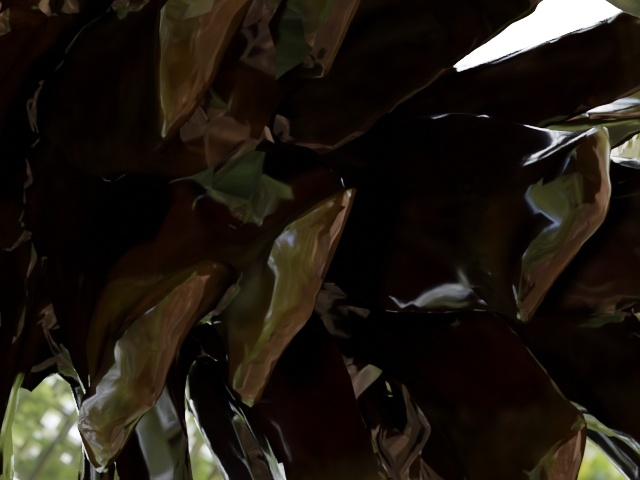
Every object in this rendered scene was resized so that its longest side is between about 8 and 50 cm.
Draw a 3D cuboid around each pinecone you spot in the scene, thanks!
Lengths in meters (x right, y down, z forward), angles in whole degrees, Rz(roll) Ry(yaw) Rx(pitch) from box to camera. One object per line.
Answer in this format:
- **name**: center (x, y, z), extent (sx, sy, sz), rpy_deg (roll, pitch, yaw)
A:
- **pinecone**: center (0.000, 0.000, 0.685), extent (0.384, 0.384, 0.384), rpy_deg (-41, -34, -36)

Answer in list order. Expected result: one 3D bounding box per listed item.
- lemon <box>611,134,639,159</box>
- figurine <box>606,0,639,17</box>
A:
- **lemon**: center (0.227, -0.012, 1.022), extent (0.173, 0.173, 0.206), rpy_deg (-47, -12, -28)
- **figurine**: center (0.100, -0.186, 0.401), extent (0.261, 0.186, 0.382), rpy_deg (-33, -50, -5)
